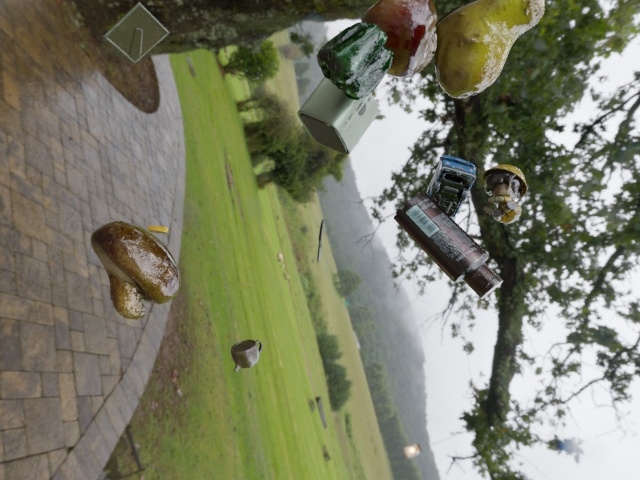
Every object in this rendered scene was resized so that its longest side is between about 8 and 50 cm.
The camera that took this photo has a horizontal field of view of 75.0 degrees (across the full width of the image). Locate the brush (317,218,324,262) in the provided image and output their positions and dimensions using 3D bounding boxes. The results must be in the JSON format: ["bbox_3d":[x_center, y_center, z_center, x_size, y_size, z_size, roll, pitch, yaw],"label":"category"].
[{"bbox_3d":[0.000,0.000,1.600,0.062,0.016,0.193,-91,-176,-50],"label":"brush"}]

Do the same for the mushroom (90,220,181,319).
[{"bbox_3d":[-0.613,0.076,1.387,0.239,0.346,0.344,-62,141,-52],"label":"mushroom"}]

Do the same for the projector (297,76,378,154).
[{"bbox_3d":[0.082,-0.573,1.886,0.248,0.249,0.248,31,-8,30],"label":"projector"}]

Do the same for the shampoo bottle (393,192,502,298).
[{"bbox_3d":[0.347,0.013,1.132,0.323,0.129,0.084,50,-17,25],"label":"shampoo bottle"}]

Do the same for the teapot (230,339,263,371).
[{"bbox_3d":[-0.205,0.326,1.185,0.121,0.076,0.068,-30,111,-51],"label":"teapot"}]

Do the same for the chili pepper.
[{"bbox_3d":[0.136,-0.697,1.613,0.248,0.257,0.233,47,2,21],"label":"chili pepper"}]

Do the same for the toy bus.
[{"bbox_3d":[0.401,-0.153,1.337,0.133,0.116,0.233,-65,172,-46],"label":"toy bus"}]

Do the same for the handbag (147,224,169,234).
[{"bbox_3d":[-0.733,-0.048,1.884,0.061,0.084,0.027,119,-23,-76],"label":"handbag"}]

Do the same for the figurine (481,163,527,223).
[{"bbox_3d":[0.764,-0.194,1.723,0.192,0.167,0.256,101,-7,-64],"label":"figurine"}]

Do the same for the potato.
[{"bbox_3d":[0.617,-0.699,1.532,0.290,0.398,0.295,-18,101,-62],"label":"potato"}]

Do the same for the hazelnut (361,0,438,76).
[{"bbox_3d":[0.361,-0.931,1.868,0.409,0.360,0.358,-17,88,-79],"label":"hazelnut"}]

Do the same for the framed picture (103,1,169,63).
[{"bbox_3d":[-0.533,-0.598,1.211,0.109,0.149,0.011,40,24,-48],"label":"framed picture"}]
